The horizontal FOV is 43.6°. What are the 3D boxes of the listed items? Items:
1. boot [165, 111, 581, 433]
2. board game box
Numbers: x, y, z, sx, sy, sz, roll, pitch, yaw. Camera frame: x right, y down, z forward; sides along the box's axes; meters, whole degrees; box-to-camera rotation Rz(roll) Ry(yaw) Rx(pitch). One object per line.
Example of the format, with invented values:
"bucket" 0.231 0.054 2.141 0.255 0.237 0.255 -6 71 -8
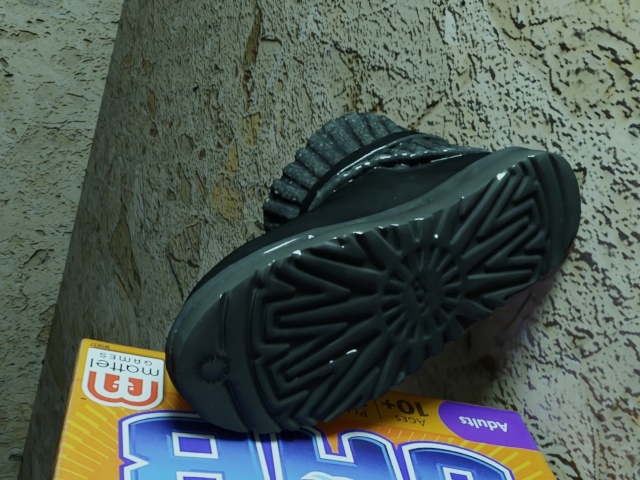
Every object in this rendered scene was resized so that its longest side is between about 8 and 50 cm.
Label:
"boot" 0.002 0.003 0.643 0.260 0.348 0.131 25 131 53
"board game box" -0.029 0.335 0.527 0.356 0.356 0.356 -108 34 -60
